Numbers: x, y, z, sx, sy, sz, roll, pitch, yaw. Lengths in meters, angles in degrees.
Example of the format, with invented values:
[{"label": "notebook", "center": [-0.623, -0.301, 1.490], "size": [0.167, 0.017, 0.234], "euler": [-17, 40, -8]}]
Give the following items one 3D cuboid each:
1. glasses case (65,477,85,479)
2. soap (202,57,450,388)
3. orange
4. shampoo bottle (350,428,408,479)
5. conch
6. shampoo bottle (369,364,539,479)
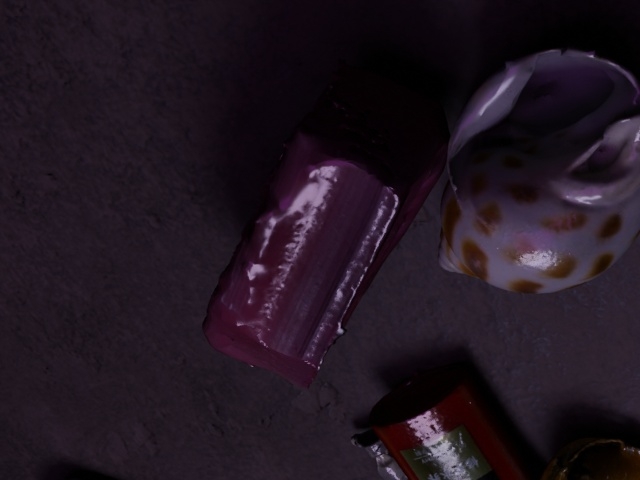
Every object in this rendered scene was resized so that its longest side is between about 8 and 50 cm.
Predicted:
[{"label": "glasses case", "center": [-0.199, 0.365, 1.727], "size": [0.282, 0.067, 0.109], "euler": [18, 126, 6]}, {"label": "soap", "center": [0.000, 0.000, 1.297], "size": [0.127, 0.220, 0.325], "euler": [31, 128, 3]}, {"label": "orange", "center": [0.274, 0.280, 1.444], "size": [0.160, 0.112, 0.170], "euler": [40, 85, -15]}, {"label": "shampoo bottle", "center": [0.106, 0.287, 1.561], "size": [0.063, 0.057, 0.208], "euler": [-19, 114, 36]}, {"label": "conch", "center": [0.188, -0.046, 1.233], "size": [0.275, 0.148, 0.183], "euler": [-37, 76, 26]}, {"label": "shampoo bottle", "center": [0.176, 0.274, 1.509], "size": [0.118, 0.076, 0.314], "euler": [-28, 111, 13]}]
